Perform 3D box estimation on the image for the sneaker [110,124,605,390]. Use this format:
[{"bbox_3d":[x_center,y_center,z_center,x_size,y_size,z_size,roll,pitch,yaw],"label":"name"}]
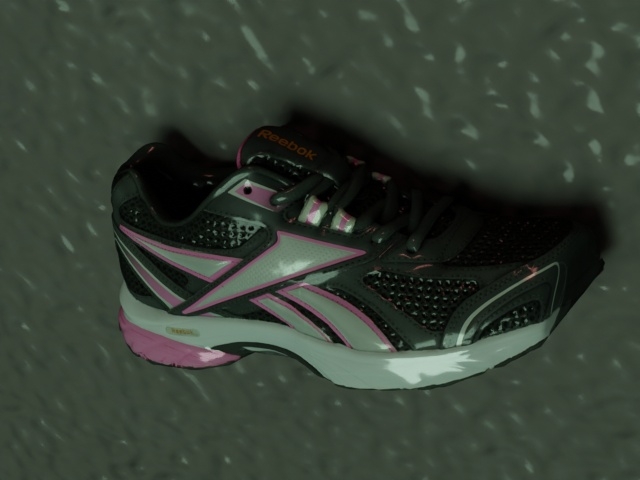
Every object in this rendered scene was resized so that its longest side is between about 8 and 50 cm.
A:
[{"bbox_3d":[0.000,0.000,0.573,0.178,0.072,0.077,-3,116,26],"label":"sneaker"}]
